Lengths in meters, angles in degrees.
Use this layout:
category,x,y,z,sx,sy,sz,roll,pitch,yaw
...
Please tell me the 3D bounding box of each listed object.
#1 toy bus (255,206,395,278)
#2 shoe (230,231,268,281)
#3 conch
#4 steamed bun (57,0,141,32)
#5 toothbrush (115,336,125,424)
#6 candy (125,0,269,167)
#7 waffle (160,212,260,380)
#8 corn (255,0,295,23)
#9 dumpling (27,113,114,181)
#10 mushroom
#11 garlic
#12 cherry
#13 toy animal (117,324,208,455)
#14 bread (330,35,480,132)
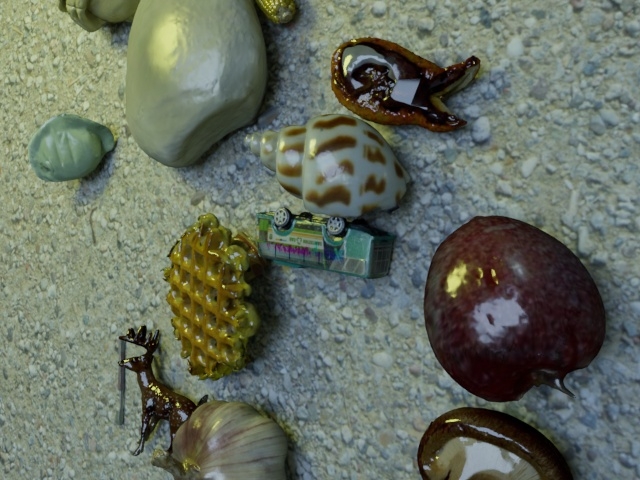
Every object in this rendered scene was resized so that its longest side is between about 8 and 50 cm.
category,x,y,z,sx,sy,sz,roll,pitch,yaw
toy bus,0.000,0.000,1.147,0.262,0.091,0.109,10,97,37
shoe,-0.149,0.035,1.257,0.069,0.072,0.109,-30,67,-13
conch,0.010,-0.134,1.098,0.275,0.183,0.148,-3,117,17
steamed bun,-0.519,-0.628,1.509,0.276,0.203,0.289,-41,64,24
toothbrush,-0.450,0.315,1.465,0.017,0.014,0.194,-4,82,35
candy,-0.281,-0.381,1.335,0.386,0.186,0.426,-20,70,36
waffle,-0.217,0.119,1.250,0.325,0.068,0.302,-45,61,47
corn,-0.111,-0.504,1.294,0.067,0.067,0.206,-45,59,22
dumpling,-0.602,-0.225,1.566,0.219,0.108,0.152,-27,104,4
mushroom,0.250,0.337,0.914,0.194,0.138,0.231,-32,78,13
garlic,-0.197,0.394,1.142,0.245,0.253,0.245,-12,69,33
cherry,0.253,0.087,0.894,0.230,0.203,0.300,-35,52,29
toy animal,-0.330,0.322,1.356,0.243,0.087,0.260,16,92,22
bread,0.131,-0.259,1.090,0.269,0.095,0.139,19,98,21
